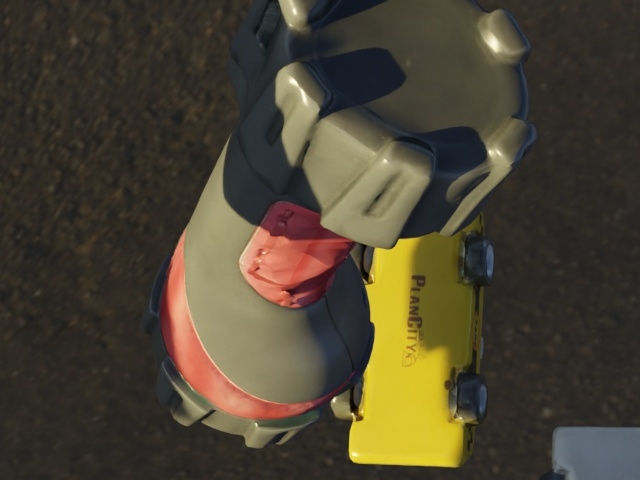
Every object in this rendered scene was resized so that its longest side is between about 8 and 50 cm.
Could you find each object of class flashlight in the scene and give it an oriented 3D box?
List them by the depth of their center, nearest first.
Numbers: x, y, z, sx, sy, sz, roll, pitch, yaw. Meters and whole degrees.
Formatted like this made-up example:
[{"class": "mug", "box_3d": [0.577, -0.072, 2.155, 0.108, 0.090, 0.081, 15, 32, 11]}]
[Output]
[{"class": "flashlight", "box_3d": [0.000, 0.000, 0.630, 0.103, 0.304, 0.103, -5, 73, -17]}]

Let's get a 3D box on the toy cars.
[{"class": "toy cars", "box_3d": [0.132, 0.141, 1.103, 0.176, 0.087, 0.393, -40, 67, 5]}]
